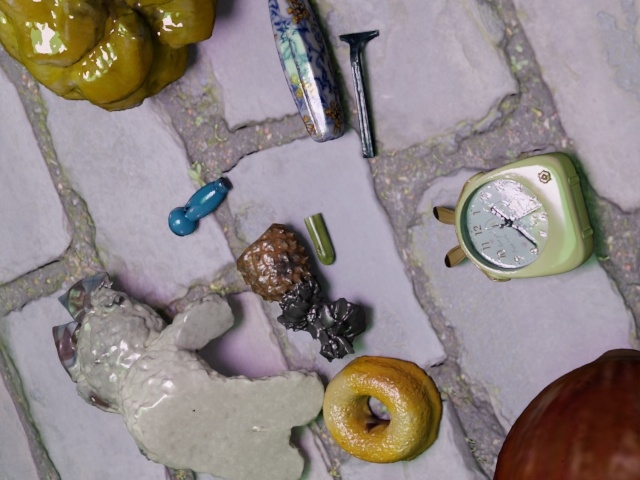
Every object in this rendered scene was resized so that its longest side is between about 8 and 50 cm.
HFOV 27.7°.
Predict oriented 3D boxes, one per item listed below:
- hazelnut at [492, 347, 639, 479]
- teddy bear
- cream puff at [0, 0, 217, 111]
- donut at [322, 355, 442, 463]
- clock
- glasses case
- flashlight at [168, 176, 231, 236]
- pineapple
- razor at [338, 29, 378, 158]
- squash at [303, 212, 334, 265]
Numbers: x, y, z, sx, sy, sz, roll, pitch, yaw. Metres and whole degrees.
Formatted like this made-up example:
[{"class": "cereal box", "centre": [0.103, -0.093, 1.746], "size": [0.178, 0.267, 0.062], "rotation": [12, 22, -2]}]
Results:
[{"class": "hazelnut", "centre": [0.431, 0.345, 1.710], "size": [0.421, 0.353, 0.420], "rotation": [-13, 59, 24]}, {"class": "teddy bear", "centre": [-0.230, 0.216, 2.157], "size": [0.362, 0.376, 0.327], "rotation": [-128, 51, -58]}, {"class": "cream puff", "centre": [-0.302, -0.380, 1.928], "size": [0.276, 0.378, 0.378], "rotation": [4, 103, 49]}, {"class": "donut", "centre": [0.088, 0.266, 2.013], "size": [0.190, 0.075, 0.174], "rotation": [25, 111, 22]}, {"class": "clock", "centre": [0.266, -0.026, 1.864], "size": [0.232, 0.069, 0.170], "rotation": [-12, 95, 30]}, {"class": "glasses case", "centre": [-0.022, -0.269, 1.955], "size": [0.065, 0.087, 0.247], "rotation": [-16, 93, 25]}, {"class": "flashlight", "centre": [-0.196, -0.055, 2.114], "size": [0.129, 0.051, 0.051], "rotation": [-37, 82, 24]}, {"class": "pineapple", "centre": [-0.027, 0.088, 2.019], "size": [0.111, 0.119, 0.237], "rotation": [-39, 83, -16]}, {"class": "razor", "centre": [0.061, -0.218, 1.953], "size": [0.066, 0.033, 0.190], "rotation": [-1, 100, 29]}, {"class": "squash", "centre": [0.000, 0.000, 2.032], "size": [0.027, 0.027, 0.083], "rotation": [-21, 91, 29]}]
